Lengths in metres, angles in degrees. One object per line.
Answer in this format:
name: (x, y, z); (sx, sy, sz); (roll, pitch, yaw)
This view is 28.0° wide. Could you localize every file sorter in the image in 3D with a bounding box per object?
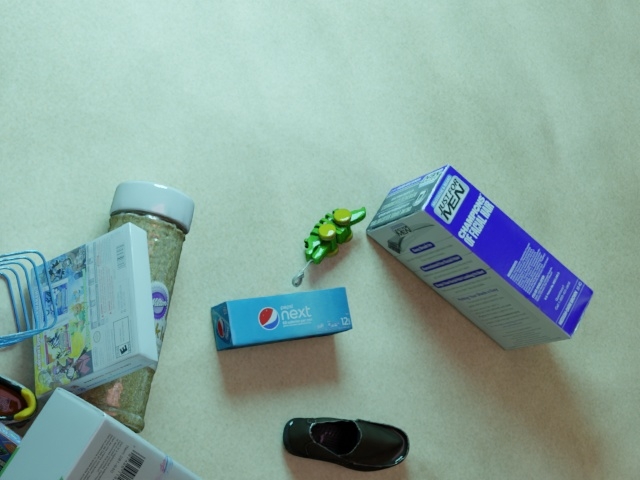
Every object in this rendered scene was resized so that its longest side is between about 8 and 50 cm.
file sorter: (-0.441, 0.087, 1.748); (0.104, 0.170, 0.118); (-9, 84, -33)

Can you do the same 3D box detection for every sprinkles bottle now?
sprinkles bottle: (-0.277, 0.095, 1.859); (0.121, 0.121, 0.355); (18, 72, -23)

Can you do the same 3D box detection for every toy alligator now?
toy alligator: (0.000, 0.000, 2.068); (0.051, 0.056, 0.189); (30, 60, 28)

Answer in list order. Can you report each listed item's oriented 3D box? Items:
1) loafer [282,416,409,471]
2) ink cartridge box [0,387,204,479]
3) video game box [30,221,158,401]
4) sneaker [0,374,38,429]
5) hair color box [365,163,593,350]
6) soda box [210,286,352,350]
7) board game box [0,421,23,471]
loafer: (0.052, 0.319, 2.006); (0.220, 0.078, 0.080); (7, 76, -26)
ink cartridge box: (-0.290, 0.355, 1.716); (0.201, 0.117, 0.278); (-58, 136, -14)
video game box: (-0.316, 0.102, 1.774); (0.048, 0.187, 0.205); (35, 39, -53)
sneaker: (-0.489, 0.199, 1.740); (0.225, 0.093, 0.088); (14, 73, -24)
hair color box: (0.262, 0.035, 2.118); (0.339, 0.185, 0.110); (39, 64, -16)
soda box: (-0.059, 0.121, 1.997); (0.210, 0.067, 0.071); (-6, 81, -29)
board game box: (-0.517, 0.258, 1.700); (0.281, 0.027, 0.145); (40, 109, -15)
